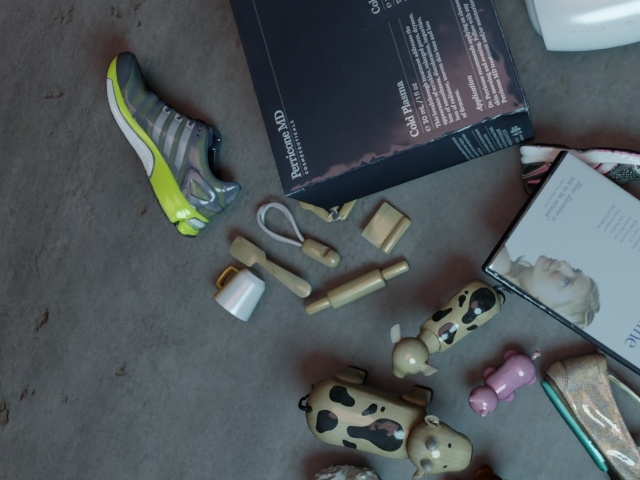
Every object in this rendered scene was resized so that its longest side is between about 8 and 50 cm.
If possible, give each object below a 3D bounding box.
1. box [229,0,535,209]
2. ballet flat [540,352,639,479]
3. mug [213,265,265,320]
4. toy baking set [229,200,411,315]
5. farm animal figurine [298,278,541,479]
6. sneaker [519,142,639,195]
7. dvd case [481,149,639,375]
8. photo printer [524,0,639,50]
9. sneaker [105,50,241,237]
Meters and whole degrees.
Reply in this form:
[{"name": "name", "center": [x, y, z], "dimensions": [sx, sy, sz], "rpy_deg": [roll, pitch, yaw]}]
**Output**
[{"name": "box", "center": [0.076, -0.255, 1.028], "dimensions": [0.312, 0.179, 0.343], "rpy_deg": [-18, 81, 16]}, {"name": "ballet flat", "center": [0.399, 0.280, 0.971], "dimensions": [0.106, 0.107, 0.316], "rpy_deg": [-30, 81, 2]}, {"name": "mug", "center": [-0.121, 0.071, 1.162], "dimensions": [0.078, 0.062, 0.064], "rpy_deg": [38, 93, 8]}, {"name": "toy baking set", "center": [0.004, 0.005, 1.138], "dimensions": [0.256, 0.030, 0.197], "rpy_deg": [-30, 75, 9]}, {"name": "farm animal figurine", "center": [0.122, 0.222, 1.021], "dimensions": [0.326, 0.172, 0.330], "rpy_deg": [-5, 88, 18]}, {"name": "sneaker", "center": [0.347, -0.083, 1.012], "dimensions": [0.178, 0.072, 0.077], "rpy_deg": [8, 103, 26]}, {"name": "dvd case", "center": [0.353, 0.031, 0.975], "dimensions": [0.253, 0.022, 0.180], "rpy_deg": [33, 94, -4]}, {"name": "photo printer", "center": [0.358, -0.396, 0.954], "dimensions": [0.256, 0.107, 0.307], "rpy_deg": [-13, 100, 20]}, {"name": "sneaker", "center": [-0.219, -0.159, 1.182], "dimensions": [0.121, 0.111, 0.300], "rpy_deg": [-29, 87, 6]}]
